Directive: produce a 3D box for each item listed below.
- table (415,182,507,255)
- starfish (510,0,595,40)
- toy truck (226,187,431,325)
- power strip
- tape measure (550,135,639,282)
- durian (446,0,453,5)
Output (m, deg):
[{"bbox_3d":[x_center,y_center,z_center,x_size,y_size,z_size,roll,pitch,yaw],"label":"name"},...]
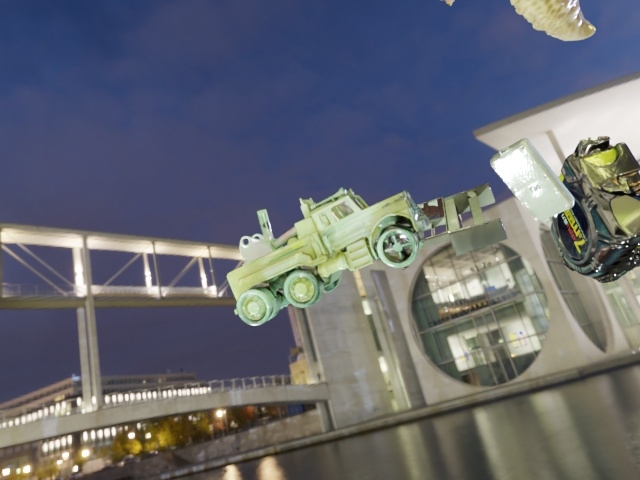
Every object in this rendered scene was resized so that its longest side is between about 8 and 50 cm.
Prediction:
[{"bbox_3d":[0.283,-0.038,0.992,0.175,0.146,0.062,-19,-61,21],"label":"table"},{"bbox_3d":[0.070,-0.295,0.280,0.432,0.323,0.082,5,5,-26],"label":"starfish"},{"bbox_3d":[0.004,0.002,0.598,0.260,0.135,0.128,-20,0,17],"label":"toy truck"},{"bbox_3d":[0.204,-0.057,0.457,0.040,0.090,0.016,-32,15,46],"label":"power strip"},{"bbox_3d":[0.441,-0.038,0.740,0.112,0.199,0.186,-10,-30,0],"label":"tape measure"},{"bbox_3d":[0.284,-0.690,1.009,0.191,0.112,0.341,13,-32,-10],"label":"durian"}]
